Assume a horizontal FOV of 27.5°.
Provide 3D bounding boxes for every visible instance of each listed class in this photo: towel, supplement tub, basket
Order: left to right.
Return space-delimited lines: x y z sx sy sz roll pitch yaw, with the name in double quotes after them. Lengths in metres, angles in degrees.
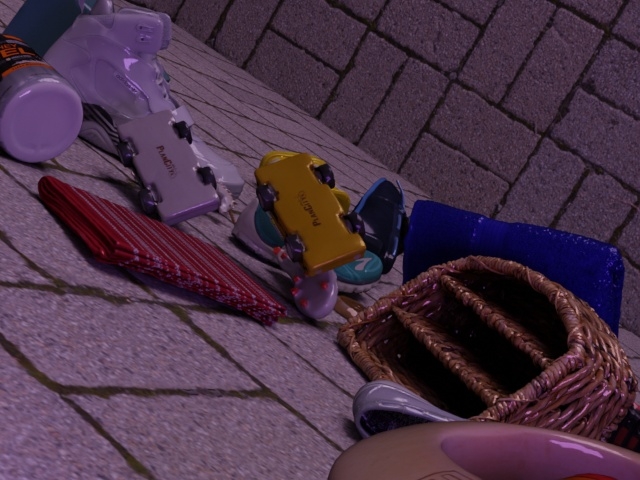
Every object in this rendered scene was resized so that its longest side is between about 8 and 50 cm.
-0.387 -0.186 1.641 0.117 0.117 0.190 21 14 -47 "supplement tub"
-0.185 0.013 1.519 0.275 0.031 0.199 25 10 -42 "towel"
0.202 0.128 1.565 0.223 0.213 0.299 26 11 -31 "basket"
0.252 0.081 1.777 0.308 0.228 0.076 13 32 28 "towel"

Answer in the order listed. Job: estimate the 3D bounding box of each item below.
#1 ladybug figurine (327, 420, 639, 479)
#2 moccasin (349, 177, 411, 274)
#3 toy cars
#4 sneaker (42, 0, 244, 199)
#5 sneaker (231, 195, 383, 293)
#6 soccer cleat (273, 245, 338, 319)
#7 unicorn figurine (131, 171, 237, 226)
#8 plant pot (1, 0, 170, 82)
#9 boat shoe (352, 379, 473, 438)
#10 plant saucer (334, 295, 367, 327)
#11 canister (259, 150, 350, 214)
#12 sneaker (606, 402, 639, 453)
0.162 0.245 0.935 0.305 0.162 0.449 23 9 40 "ladybug figurine"
0.095 -0.007 2.252 0.117 0.138 0.342 35 24 0 "moccasin"
-0.109 -0.051 1.725 0.393 0.176 0.087 19 -37 17 "toy cars"
-0.243 -0.217 1.944 0.365 0.210 0.137 30 10 -6 "sneaker"
0.000 0.000 1.900 0.275 0.110 0.107 23 12 -42 "sneaker"
-0.007 0.056 1.741 0.076 0.068 0.196 48 4 -28 "soccer cleat"
-0.182 -0.075 1.866 0.162 0.060 0.111 35 15 1 "unicorn figurine"
-0.371 -0.289 2.100 0.234 0.165 0.166 39 10 -1 "plant pot"
0.134 0.220 1.341 0.227 0.079 0.081 25 17 1 "boat shoe"
0.049 0.099 1.831 0.083 0.015 0.083 31 10 -6 "plant saucer"
-0.029 -0.093 2.322 0.126 0.073 0.170 6 22 -22 "canister"
0.389 0.242 1.900 0.276 0.098 0.135 30 12 4 "sneaker"
